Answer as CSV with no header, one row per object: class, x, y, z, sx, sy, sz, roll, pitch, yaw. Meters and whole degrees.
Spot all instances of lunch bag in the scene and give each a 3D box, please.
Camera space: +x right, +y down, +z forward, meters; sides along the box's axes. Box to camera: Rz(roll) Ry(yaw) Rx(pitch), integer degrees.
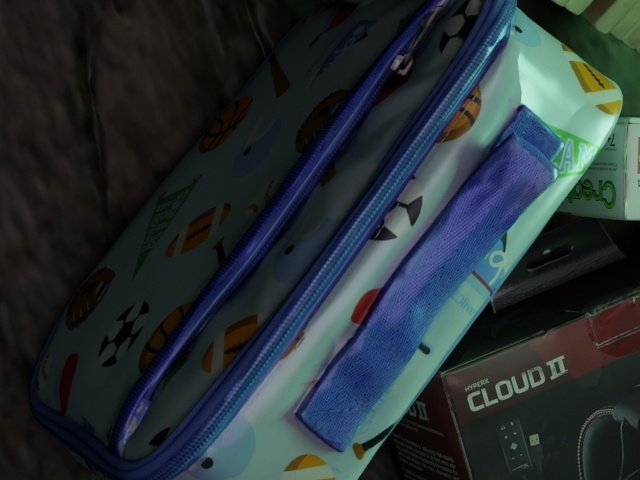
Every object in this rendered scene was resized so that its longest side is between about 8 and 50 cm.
lunch bag,0.000,0.000,0.854,0.115,0.243,0.303,39,81,-21

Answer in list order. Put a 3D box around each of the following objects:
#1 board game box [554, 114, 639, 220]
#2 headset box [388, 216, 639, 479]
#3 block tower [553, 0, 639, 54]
board game box,0.246,-0.041,0.978,0.305,0.193,0.053,0,94,-22
headset box,0.167,0.134,1.004,0.218,0.110,0.293,-22,102,-20
block tower,0.139,-0.165,0.884,0.091,0.097,0.335,-47,149,17
